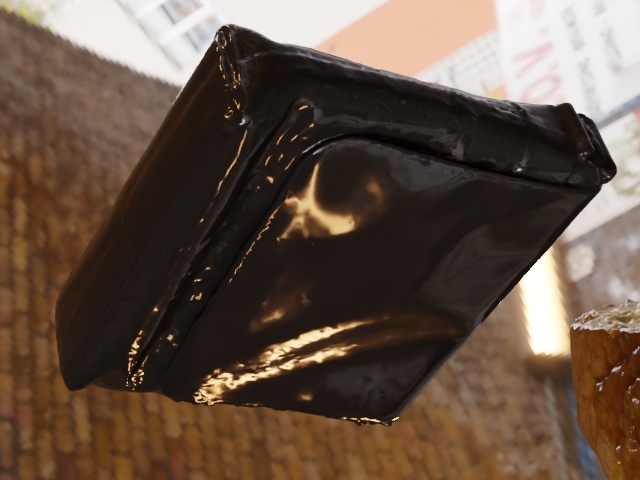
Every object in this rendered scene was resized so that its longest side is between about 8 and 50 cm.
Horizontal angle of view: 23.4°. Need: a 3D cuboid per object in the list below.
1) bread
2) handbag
[{"bbox_3d":[0.296,0.130,1.054,0.340,0.194,0.178,-179,78,-77],"label":"bread"},{"bbox_3d":[0.000,0.000,0.806,0.223,0.247,0.080,10,-133,-29],"label":"handbag"}]
